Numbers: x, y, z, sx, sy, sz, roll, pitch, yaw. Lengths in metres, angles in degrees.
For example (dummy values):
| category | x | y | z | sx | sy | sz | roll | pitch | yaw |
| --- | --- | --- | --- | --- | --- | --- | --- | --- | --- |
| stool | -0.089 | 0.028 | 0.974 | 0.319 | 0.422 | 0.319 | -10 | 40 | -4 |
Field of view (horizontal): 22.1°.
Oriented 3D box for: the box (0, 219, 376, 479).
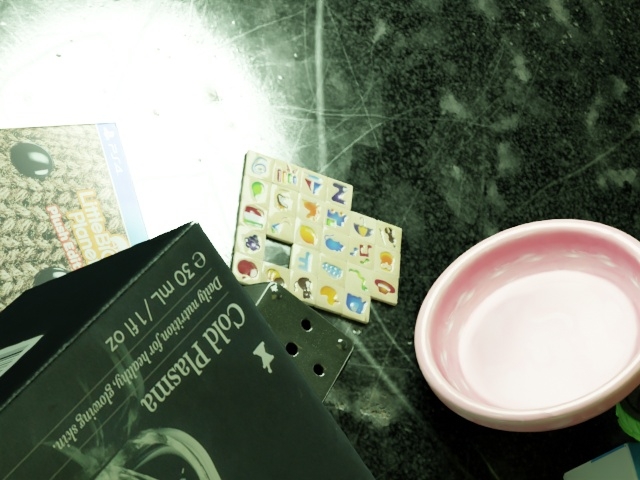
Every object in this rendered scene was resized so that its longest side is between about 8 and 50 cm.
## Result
| category | x | y | z | sx | sy | sz | roll | pitch | yaw |
| --- | --- | --- | --- | --- | --- | --- | --- | --- | --- |
| box | -0.194 | 0.323 | 1.495 | 0.472 | 0.297 | 0.480 | 57 | 43 | -14 |

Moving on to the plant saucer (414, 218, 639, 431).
| category | x | y | z | sx | sy | sz | roll | pitch | yaw |
| --- | --- | --- | --- | --- | --- | --- | --- | --- | --- |
| plant saucer | 0.290 | 0.119 | 2.108 | 0.084 | 0.332 | 0.332 | 64 | 38 | -42 |

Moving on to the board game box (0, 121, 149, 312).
| category | x | y | z | sx | sy | sz | roll | pitch | yaw |
| --- | --- | --- | --- | --- | --- | --- | --- | --- | --- |
| board game box | -0.356 | 0.005 | 1.852 | 0.291 | 0.141 | 0.232 | -7 | 69 | -33 |

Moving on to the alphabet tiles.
| category | x | y | z | sx | sy | sz | roll | pitch | yaw |
| --- | --- | --- | --- | --- | --- | --- | --- | --- | --- |
| alphabet tiles | 0.000 | 0.000 | 2.149 | 0.237 | 0.009 | 0.198 | 19 | 56 | -21 |

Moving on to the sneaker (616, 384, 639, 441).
| category | x | y | z | sx | sy | sz | roll | pitch | yaw |
| --- | --- | --- | --- | --- | --- | --- | --- | --- | --- |
| sneaker | 0.483 | 0.133 | 2.131 | 0.185 | 0.202 | 0.483 | 10 | 25 | -5 |

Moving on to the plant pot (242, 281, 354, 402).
| category | x | y | z | sx | sy | sz | roll | pitch | yaw |
| --- | --- | --- | --- | --- | --- | --- | --- | --- | --- |
| plant pot | -0.071 | 0.158 | 1.922 | 0.187 | 0.167 | 0.188 | 38 | 53 | -7 |

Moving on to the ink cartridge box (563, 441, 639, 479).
| category | x | y | z | sx | sy | sz | roll | pitch | yaw |
| --- | --- | --- | --- | --- | --- | --- | --- | --- | --- |
| ink cartridge box | 0.441 | 0.314 | 2.154 | 0.190 | 0.139 | 0.082 | 0 | 66 | -31 |
